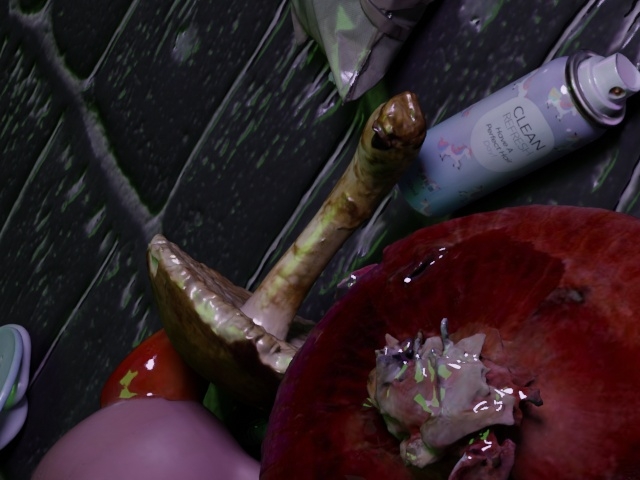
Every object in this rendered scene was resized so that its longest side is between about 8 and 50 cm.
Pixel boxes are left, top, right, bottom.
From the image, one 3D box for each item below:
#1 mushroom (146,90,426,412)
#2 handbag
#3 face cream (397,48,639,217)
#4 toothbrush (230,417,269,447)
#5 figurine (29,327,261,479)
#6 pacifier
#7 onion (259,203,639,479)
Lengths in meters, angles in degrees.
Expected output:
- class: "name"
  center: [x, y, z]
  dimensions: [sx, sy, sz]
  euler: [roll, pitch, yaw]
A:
- class: "mushroom"
  center: [0.008, 0.034, 1.305]
  dimensions: [0.302, 0.233, 0.208]
  euler: [-26, 83, 15]
- class: "handbag"
  center: [0.065, -0.264, 1.388]
  dimensions: [0.270, 0.117, 0.182]
  euler: [-59, 28, 19]
- class: "face cream"
  center: [0.163, -0.092, 1.244]
  dimensions: [0.229, 0.075, 0.075]
  euler: [-29, 57, 42]
- class: "toothbrush"
  center: [-0.026, 0.177, 1.413]
  dimensions: [0.413, 0.042, 0.035]
  euler: [-13, 104, 47]
- class: "figurine"
  center: [-0.175, 0.248, 1.389]
  dimensions: [0.261, 0.211, 0.269]
  euler: [52, 126, 32]
- class: "pacifier"
  center: [-0.470, 0.181, 1.816]
  dimensions: [0.279, 0.207, 0.227]
  euler: [-36, 35, 37]
- class: "onion"
  center: [0.108, 0.130, 0.865]
  dimensions: [0.347, 0.285, 0.347]
  euler: [-10, 64, 21]
